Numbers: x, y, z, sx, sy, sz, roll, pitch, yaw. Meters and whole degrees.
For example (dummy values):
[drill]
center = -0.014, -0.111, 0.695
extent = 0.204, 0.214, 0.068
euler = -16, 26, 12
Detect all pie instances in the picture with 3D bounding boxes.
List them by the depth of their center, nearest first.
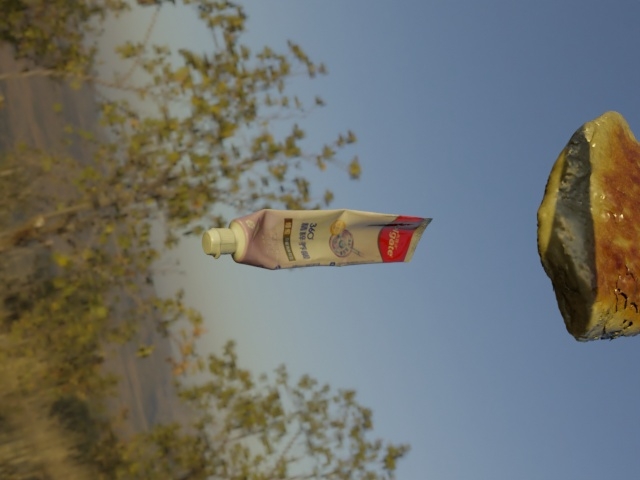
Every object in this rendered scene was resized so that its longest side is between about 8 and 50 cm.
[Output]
[pie]
center = 0.224, -0.010, 0.839
extent = 0.163, 0.079, 0.193
euler = 40, 54, -39

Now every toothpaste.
[toothpaste]
center = 0.000, 0.000, 1.282
extent = 0.048, 0.301, 0.075
euler = 30, -64, 54
